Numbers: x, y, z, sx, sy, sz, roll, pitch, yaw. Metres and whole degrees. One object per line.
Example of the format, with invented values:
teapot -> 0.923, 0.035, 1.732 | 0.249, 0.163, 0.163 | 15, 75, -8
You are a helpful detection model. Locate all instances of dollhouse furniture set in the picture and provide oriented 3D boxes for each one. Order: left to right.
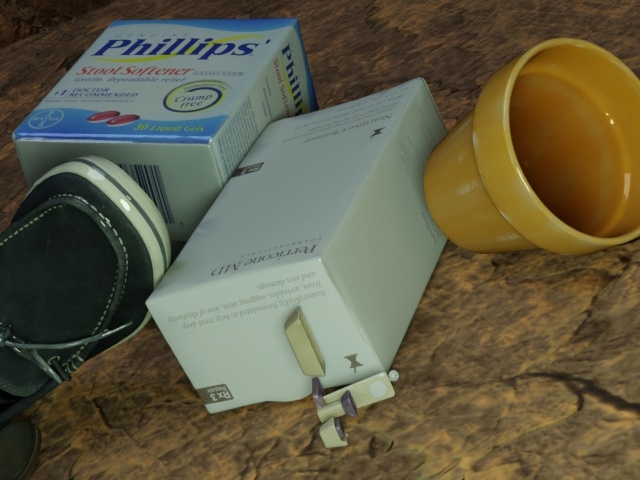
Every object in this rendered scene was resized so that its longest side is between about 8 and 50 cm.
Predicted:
dollhouse furniture set -> 0.022, 0.114, 1.513 | 0.081, 0.114, 0.091 | -21, 20, 7

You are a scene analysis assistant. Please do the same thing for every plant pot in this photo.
plant pot -> 0.205, -0.072, 1.620 | 0.205, 0.205, 0.188 | -44, 11, -34

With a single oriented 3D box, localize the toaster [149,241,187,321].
toaster -> -0.215, 0.011, 2.021 | 0.146, 0.129, 0.227 | -37, 25, -27

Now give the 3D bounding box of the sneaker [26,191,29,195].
sneaker -> -0.362, -0.020, 2.278 | 0.110, 0.122, 0.283 | -32, 21, -6

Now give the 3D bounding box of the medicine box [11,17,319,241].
medicine box -> -0.177, -0.138, 1.972 | 0.263, 0.149, 0.289 | 2, 37, 22

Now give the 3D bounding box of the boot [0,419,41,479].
boot -> -0.375, 0.234, 1.740 | 0.082, 0.106, 0.219 | -16, 25, 29

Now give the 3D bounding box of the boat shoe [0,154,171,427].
boat shoe -> -0.313, 0.080, 1.765 | 0.156, 0.187, 0.500 | -45, 3, -42

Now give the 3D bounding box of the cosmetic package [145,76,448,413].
cosmetic package -> 0.000, 0.000, 1.737 | 0.217, 0.156, 0.385 | -15, 24, 26
